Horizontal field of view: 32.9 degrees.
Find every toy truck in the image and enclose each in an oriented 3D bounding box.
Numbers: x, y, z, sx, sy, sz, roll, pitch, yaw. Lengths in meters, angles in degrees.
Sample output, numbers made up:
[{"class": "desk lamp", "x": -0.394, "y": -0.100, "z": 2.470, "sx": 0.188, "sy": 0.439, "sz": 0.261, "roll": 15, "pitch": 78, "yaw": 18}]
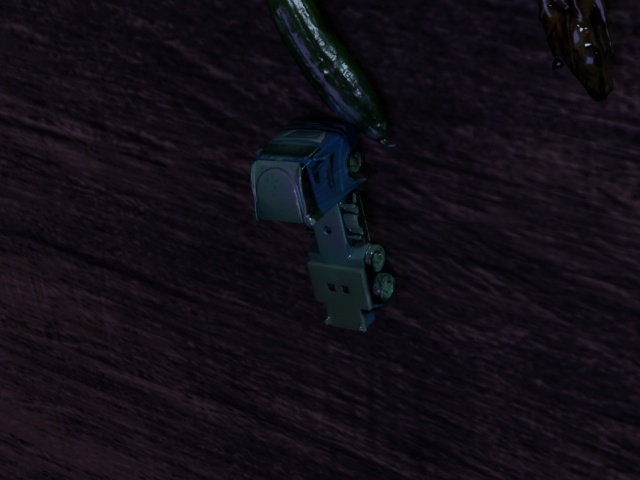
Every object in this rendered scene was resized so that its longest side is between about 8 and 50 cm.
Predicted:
[{"class": "toy truck", "x": 0.000, "y": 0.000, "z": 0.826, "sx": 0.067, "sy": 0.081, "sz": 0.175, "roll": 7, "pitch": 124, "yaw": 34}]

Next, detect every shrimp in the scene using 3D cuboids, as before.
[{"class": "shrimp", "x": 0.096, "y": -0.161, "z": 0.671, "sx": 0.147, "sy": 0.035, "sz": 0.195, "roll": -19, "pitch": 101, "yaw": 40}]

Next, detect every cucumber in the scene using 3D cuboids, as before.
[{"class": "cucumber", "x": 0.002, "y": -0.126, "z": 0.766, "sx": 0.037, "sy": 0.037, "sz": 0.155, "roll": -25, "pitch": 103, "yaw": 44}]
